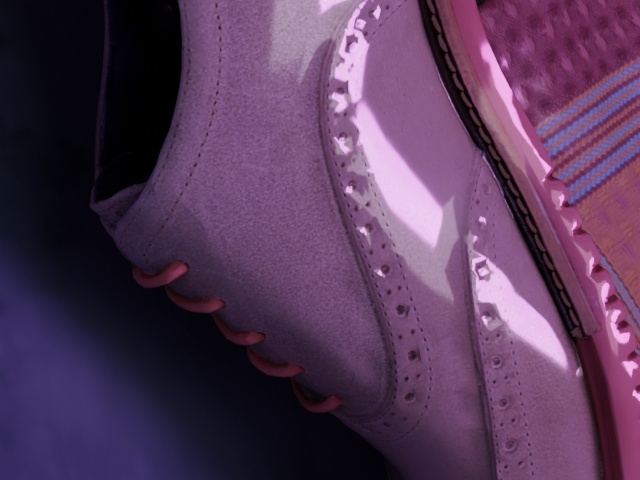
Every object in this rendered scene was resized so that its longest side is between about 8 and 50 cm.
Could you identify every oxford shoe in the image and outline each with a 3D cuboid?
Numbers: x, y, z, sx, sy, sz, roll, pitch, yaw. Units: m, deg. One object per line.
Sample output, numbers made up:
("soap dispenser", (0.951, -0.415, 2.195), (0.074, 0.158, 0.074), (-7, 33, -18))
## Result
("oxford shoe", (0.000, 0.000, 0.643), (0.146, 0.140, 0.397), (-22, 101, -20))

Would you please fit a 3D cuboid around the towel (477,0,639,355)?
("towel", (0.204, 0.032, 0.811), (0.271, 0.040, 0.370), (-35, 90, -45))
